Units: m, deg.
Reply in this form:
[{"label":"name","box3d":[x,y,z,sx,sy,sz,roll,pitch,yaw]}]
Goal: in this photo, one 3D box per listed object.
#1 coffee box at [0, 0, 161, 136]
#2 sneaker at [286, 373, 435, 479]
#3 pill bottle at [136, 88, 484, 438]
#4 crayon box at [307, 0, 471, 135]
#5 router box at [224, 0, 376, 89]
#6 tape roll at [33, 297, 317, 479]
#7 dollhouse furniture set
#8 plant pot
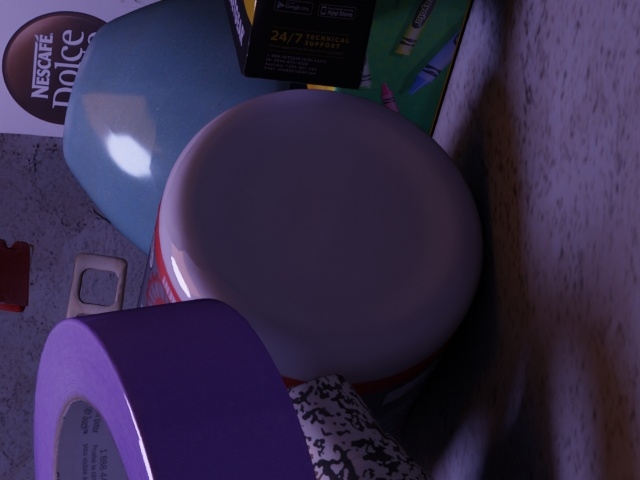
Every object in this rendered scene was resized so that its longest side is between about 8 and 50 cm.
[{"label":"coffee box","box3d":[-0.186,-0.328,1.943,0.338,0.334,0.337,-101,18,-54]},{"label":"sneaker","box3d":[-0.009,0.210,1.158,0.182,0.158,0.410,62,149,21]},{"label":"pill bottle","box3d":[-0.028,0.072,1.279,0.363,0.210,0.210,111,161,-59]},{"label":"crayon box","box3d":[0.053,-0.203,1.297,0.278,0.081,0.165,105,165,-45]},{"label":"router box","box3d":[-0.012,-0.273,1.220,0.309,0.081,0.242,-107,25,-62]},{"label":"tape roll","box3d":[-0.086,0.174,1.042,0.275,0.090,0.274,172,90,-68]},{"label":"dollhouse furniture set","box3d":[-0.228,0.091,1.921,0.201,0.374,0.152,171,107,-81]},{"label":"plant pot","box3d":[-0.118,-0.106,1.642,0.290,0.195,0.290,16,-90,-84]}]
